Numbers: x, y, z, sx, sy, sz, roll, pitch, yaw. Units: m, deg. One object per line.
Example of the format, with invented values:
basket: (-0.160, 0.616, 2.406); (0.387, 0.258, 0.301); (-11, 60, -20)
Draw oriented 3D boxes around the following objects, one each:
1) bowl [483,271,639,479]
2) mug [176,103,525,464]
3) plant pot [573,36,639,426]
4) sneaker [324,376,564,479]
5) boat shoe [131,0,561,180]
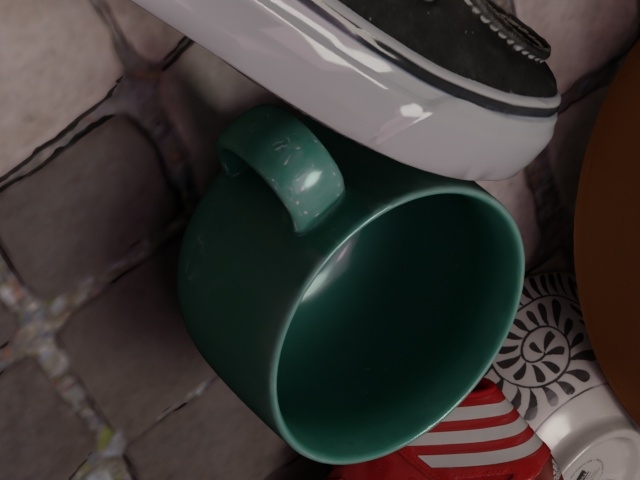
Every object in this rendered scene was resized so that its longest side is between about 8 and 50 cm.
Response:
bowl: (0.117, 0.109, 0.859); (0.170, 0.080, 0.170); (-22, 132, -27)
mug: (0.007, 0.002, 0.671); (0.129, 0.097, 0.158); (-15, 127, -32)
plant pot: (0.297, 0.001, 0.765); (0.291, 0.203, 0.291); (-4, 100, -25)
sneaker: (0.013, 0.137, 0.806); (0.221, 0.128, 0.087); (-30, 179, 14)
boat shoe: (-0.007, -0.120, 0.552); (0.335, 0.121, 0.119); (24, 106, -45)
